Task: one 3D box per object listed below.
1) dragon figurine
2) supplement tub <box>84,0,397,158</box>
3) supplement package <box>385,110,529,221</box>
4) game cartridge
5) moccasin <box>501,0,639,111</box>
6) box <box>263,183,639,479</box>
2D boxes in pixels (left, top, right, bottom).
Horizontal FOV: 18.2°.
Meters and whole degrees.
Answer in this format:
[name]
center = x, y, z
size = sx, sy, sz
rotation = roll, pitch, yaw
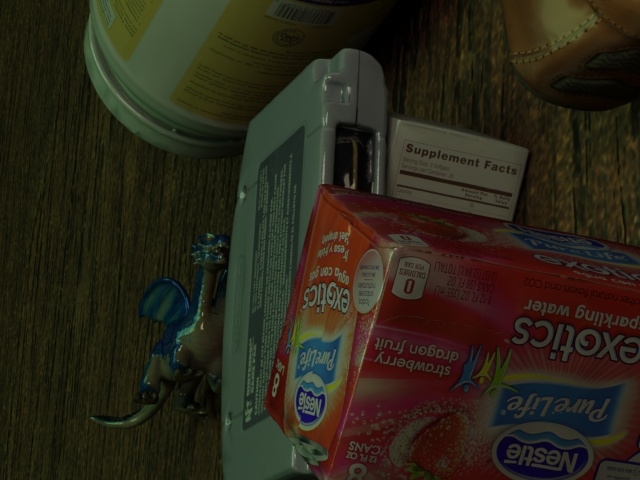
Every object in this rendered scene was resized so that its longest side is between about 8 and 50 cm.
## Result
[dragon figurine]
center = -0.132, 0.091, 1.952
size = 0.289, 0.085, 0.144
rotation = -41, 40, 53
[supplement tub]
center = -0.057, -0.235, 1.691
size = 0.331, 0.241, 0.241
rotation = 131, 145, -54
[supplement package]
center = 0.065, 0.004, 1.428
size = 0.105, 0.105, 0.179
rotation = -152, 74, -70
[game cartridge]
center = -0.015, 0.034, 1.402
size = 0.196, 0.060, 0.294
rotation = 150, 127, -61
[moccasin]
center = 0.155, -0.271, 1.271
size = 0.147, 0.139, 0.380
rotation = 128, 147, -50
[box]
center = 0.115, 0.065, 1.032
size = 0.122, 0.257, 0.128
rotation = -139, 61, -66
